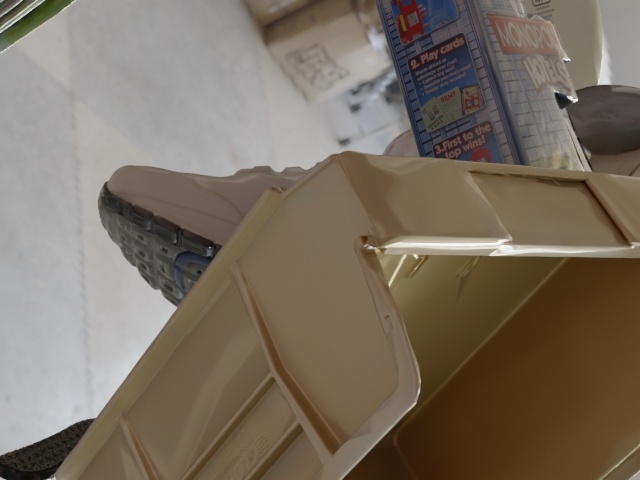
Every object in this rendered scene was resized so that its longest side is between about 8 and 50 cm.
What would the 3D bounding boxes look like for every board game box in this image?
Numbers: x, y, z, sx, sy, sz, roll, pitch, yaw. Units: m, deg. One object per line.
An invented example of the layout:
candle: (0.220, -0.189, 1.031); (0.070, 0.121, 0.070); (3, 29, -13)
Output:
board game box: (0.099, -0.108, 0.779); (0.194, 0.060, 0.194); (-16, 84, -61)

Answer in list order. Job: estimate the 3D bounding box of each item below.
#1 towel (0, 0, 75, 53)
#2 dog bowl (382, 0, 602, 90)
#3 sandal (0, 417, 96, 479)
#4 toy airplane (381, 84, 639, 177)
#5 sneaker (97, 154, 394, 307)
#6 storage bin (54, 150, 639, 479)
towel: (-0.398, -0.359, 1.488); (0.374, 0.320, 0.090); (43, -16, 33)
dog bowl: (0.174, -0.232, 1.305); (0.265, 0.104, 0.265); (16, 69, -49)
sandal: (-0.220, 0.198, 1.189); (0.179, 0.067, 0.040); (-13, 111, -52)
toy airplane: (0.154, 0.013, 1.102); (0.272, 0.384, 0.386); (49, 30, 2)
sneaker: (0.000, 0.000, 0.879); (0.111, 0.297, 0.129); (112, -6, -61)
storage bin: (0.048, 0.086, 0.658); (0.262, 0.260, 0.123); (1, 49, -43)
